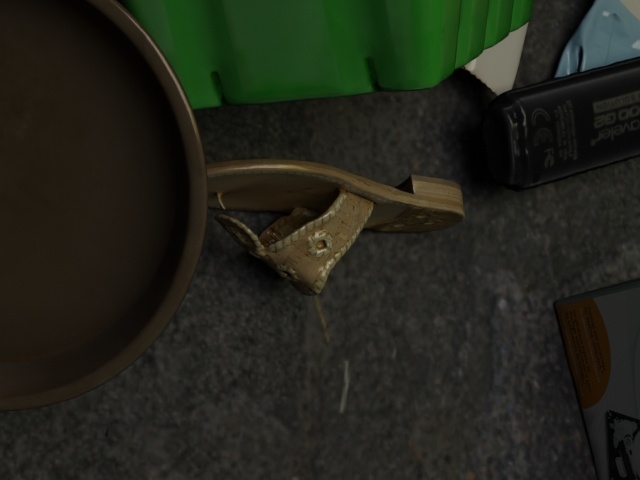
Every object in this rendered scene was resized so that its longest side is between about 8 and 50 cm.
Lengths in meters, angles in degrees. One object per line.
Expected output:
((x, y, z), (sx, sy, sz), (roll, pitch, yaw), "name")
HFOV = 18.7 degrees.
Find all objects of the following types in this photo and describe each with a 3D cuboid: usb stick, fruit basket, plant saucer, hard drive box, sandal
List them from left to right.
((-0.197, -0.037, 1.128), (0.278, 0.278, 0.041), (58, 17, -7), "plant saucer")
((0.004, -0.002, 1.307), (0.240, 0.088, 0.079), (3, 72, -35), "sandal")
((0.022, -0.286, 1.185), (0.392, 0.283, 0.392), (-4, 90, -72), "fruit basket")
((0.230, -0.098, 1.469), (0.278, 0.045, 0.077), (-17, 106, -38), "usb stick")
((0.287, 0.103, 1.369), (0.089, 0.232, 0.181), (-12, 85, -32), "hard drive box")

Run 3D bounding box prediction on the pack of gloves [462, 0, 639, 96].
((0.181, -0.188, 1.491), (0.195, 0.046, 0.232), (38, 66, -31), "pack of gloves")
